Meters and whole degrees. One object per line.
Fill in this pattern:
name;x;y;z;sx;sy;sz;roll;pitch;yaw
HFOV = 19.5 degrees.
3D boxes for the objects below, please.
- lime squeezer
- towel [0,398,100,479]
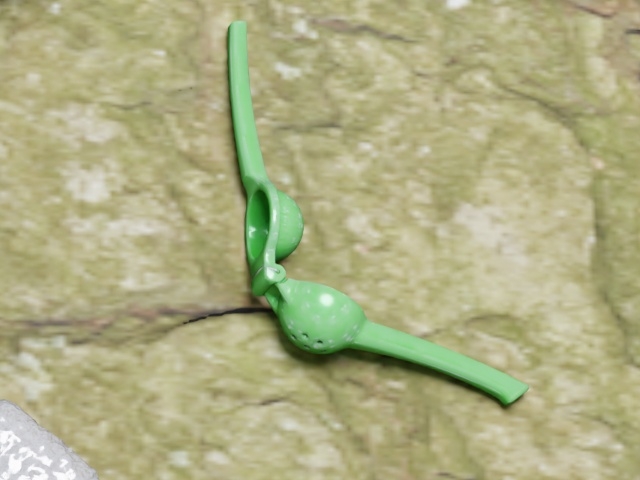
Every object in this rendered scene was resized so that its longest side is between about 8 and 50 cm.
lime squeezer;0.000;0.000;1.190;0.110;0.059;0.310;-36;82;-12
towel;-0.215;0.252;1.113;0.187;0.049;0.282;39;76;3
